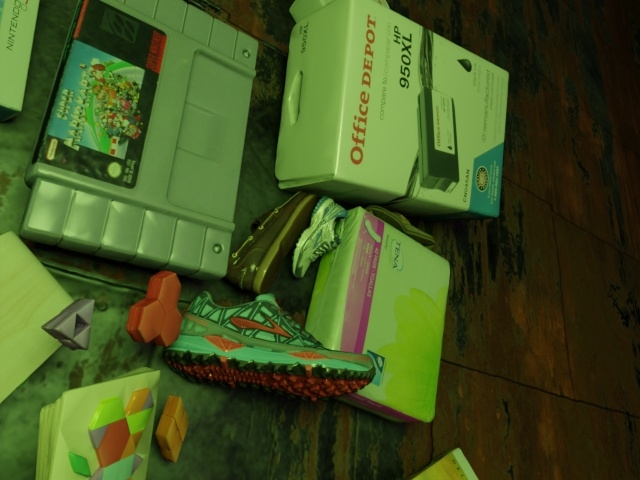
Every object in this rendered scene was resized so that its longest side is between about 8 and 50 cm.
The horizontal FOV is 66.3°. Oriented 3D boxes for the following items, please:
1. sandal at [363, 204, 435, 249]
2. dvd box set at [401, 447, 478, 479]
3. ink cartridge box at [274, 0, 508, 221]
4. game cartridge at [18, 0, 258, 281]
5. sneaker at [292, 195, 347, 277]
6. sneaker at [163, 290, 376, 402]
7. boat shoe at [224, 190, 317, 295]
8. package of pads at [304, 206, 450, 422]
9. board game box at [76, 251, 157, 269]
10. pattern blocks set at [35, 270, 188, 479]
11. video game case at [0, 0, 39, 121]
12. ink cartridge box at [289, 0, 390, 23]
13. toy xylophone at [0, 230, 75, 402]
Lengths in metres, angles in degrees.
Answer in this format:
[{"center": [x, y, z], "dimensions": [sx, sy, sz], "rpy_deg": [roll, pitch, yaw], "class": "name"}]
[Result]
[{"center": [0.139, -0.023, 0.902], "dimensions": [0.180, 0.072, 0.049], "rpy_deg": [22, 46, -32], "class": "sandal"}, {"center": [0.128, 0.507, 0.645], "dimensions": [0.420, 0.062, 0.308], "rpy_deg": [-9, 61, -39], "class": "dvd box set"}, {"center": [0.140, -0.200, 0.859], "dimensions": [0.394, 0.166, 0.286], "rpy_deg": [8, 86, -35], "class": "ink cartridge box"}, {"center": [-0.201, -0.145, 0.599], "dimensions": [0.230, 0.068, 0.355], "rpy_deg": [19, 66, -37], "class": "game cartridge"}, {"center": [0.000, 0.000, 0.756], "dimensions": [0.058, 0.052, 0.135], "rpy_deg": [25, 85, 8], "class": "sneaker"}, {"center": [-0.056, 0.120, 0.619], "dimensions": [0.261, 0.104, 0.125], "rpy_deg": [11, 54, -1], "class": "sneaker"}, {"center": [-0.072, -0.011, 0.729], "dimensions": [0.073, 0.073, 0.207], "rpy_deg": [20, 45, 15], "class": "boat shoe"}, {"center": [0.098, 0.122, 0.792], "dimensions": [0.229, 0.101, 0.297], "rpy_deg": [29, 59, -26], "class": "package of pads"}, {"center": [-0.218, -0.064, 0.640], "dimensions": [0.194, 0.060, 0.194], "rpy_deg": [13, 66, -34], "class": "board game box"}, {"center": [-0.196, 0.208, 0.442], "dimensions": [0.285, 0.026, 0.325], "rpy_deg": [-28, 122, -72], "class": "pattern blocks set"}, {"center": [-0.426, -0.285, 0.482], "dimensions": [0.269, 0.061, 0.245], "rpy_deg": [19, 69, -55], "class": "video game case"}, {"center": [0.054, -0.432, 0.971], "dimensions": [0.190, 0.082, 0.140], "rpy_deg": [-34, 97, -41], "class": "ink cartridge box"}, {"center": [-0.308, 0.127, 0.406], "dimensions": [0.236, 0.081, 0.323], "rpy_deg": [60, 24, -9], "class": "toy xylophone"}]
